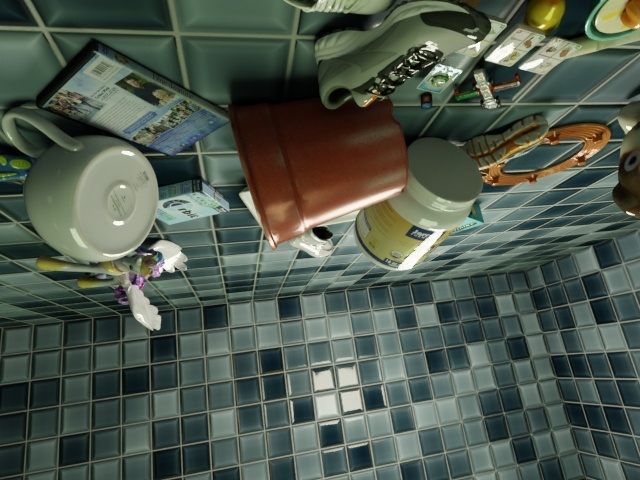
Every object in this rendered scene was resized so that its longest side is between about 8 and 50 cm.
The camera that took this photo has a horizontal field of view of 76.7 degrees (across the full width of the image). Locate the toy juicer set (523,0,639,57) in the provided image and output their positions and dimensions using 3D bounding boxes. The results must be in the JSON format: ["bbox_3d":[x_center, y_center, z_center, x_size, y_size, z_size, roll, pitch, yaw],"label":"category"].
[{"bbox_3d":[0.418,-0.331,0.590,0.210,0.089,0.329,-18,162,28],"label":"toy juicer set"}]

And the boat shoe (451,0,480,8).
[{"bbox_3d":[0.177,-0.321,0.571,0.056,0.049,0.152,-27,171,-20],"label":"boat shoe"}]

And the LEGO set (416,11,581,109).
[{"bbox_3d":[0.275,-0.298,0.701,0.183,0.060,0.244,7,167,-13],"label":"LEGO set"}]

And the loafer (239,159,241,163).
[{"bbox_3d":[-0.048,-0.148,0.915,0.268,0.084,0.096,10,138,-24],"label":"loafer"}]

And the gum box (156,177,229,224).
[{"bbox_3d":[-0.359,-0.099,1.065,0.185,0.041,0.157,-12,163,8],"label":"gum box"}]

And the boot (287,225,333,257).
[{"bbox_3d":[0.000,0.000,1.473,0.124,0.095,0.258,-11,164,34],"label":"boot"}]

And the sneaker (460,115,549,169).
[{"bbox_3d":[0.440,-0.222,0.984,0.215,0.084,0.083,-18,166,27],"label":"sneaker"}]

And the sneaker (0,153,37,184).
[{"bbox_3d":[-0.578,-0.141,0.802,0.078,0.066,0.188,17,-168,42],"label":"sneaker"}]

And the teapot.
[{"bbox_3d":[-0.454,-0.088,0.765,0.187,0.255,0.252,11,-176,15],"label":"teapot"}]

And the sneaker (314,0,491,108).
[{"bbox_3d":[0.099,-0.245,0.555,0.100,0.107,0.272,-1,-175,-42],"label":"sneaker"}]

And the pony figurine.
[{"bbox_3d":[-0.626,0.106,1.301,0.364,0.302,0.351,5,156,9],"label":"pony figurine"}]

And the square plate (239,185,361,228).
[{"bbox_3d":[-0.025,-0.113,1.169,0.348,0.049,0.344,-9,163,2],"label":"square plate"}]

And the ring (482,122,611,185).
[{"bbox_3d":[0.629,-0.226,1.148,0.337,0.032,0.336,-7,164,-2],"label":"ring"}]

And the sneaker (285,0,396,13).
[{"bbox_3d":[0.003,-0.304,0.470,0.235,0.094,0.090,-1,160,-34],"label":"sneaker"}]

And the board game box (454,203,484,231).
[{"bbox_3d":[0.390,-0.077,1.441,0.254,0.079,0.336,-22,158,39],"label":"board game box"}]

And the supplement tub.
[{"bbox_3d":[0.238,-0.084,1.038,0.229,0.228,0.316,-2,150,-19],"label":"supplement tub"}]

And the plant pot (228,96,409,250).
[{"bbox_3d":[0.002,-0.146,0.744,0.266,0.272,0.272,-16,164,-2],"label":"plant pot"}]

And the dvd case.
[{"bbox_3d":[-0.312,-0.225,0.701,0.181,0.022,0.253,-18,161,32],"label":"dvd case"}]

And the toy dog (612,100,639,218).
[{"bbox_3d":[0.789,-0.164,0.845,0.409,0.394,0.285,-10,175,-26],"label":"toy dog"}]

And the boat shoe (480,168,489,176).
[{"bbox_3d":[0.368,-0.187,1.095,0.178,0.060,0.064,-9,163,3],"label":"boat shoe"}]
